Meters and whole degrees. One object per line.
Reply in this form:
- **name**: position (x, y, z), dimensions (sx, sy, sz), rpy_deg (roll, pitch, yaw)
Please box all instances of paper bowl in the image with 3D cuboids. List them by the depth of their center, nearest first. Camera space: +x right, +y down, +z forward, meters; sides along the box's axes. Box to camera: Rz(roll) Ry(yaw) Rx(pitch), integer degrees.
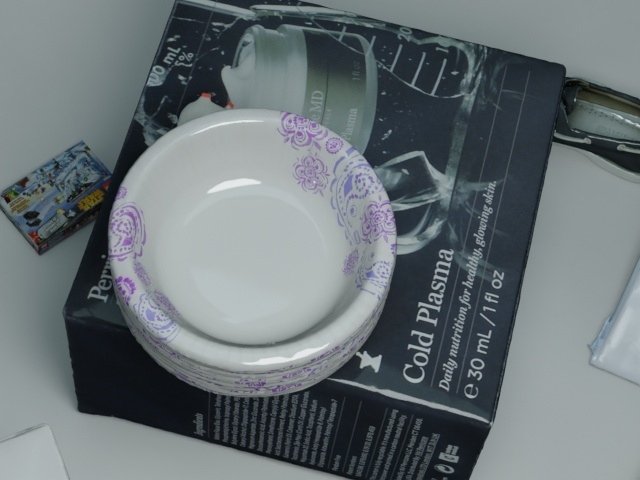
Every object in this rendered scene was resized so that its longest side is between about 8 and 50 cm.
- **paper bowl**: position (-0.070, 0.021, 1.589), dimensions (0.284, 0.148, 0.284), rpy_deg (2, 65, -4)

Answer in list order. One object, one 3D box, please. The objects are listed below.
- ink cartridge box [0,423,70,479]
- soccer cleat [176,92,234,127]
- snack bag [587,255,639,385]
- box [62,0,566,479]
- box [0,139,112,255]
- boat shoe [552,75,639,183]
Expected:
- **ink cartridge box**: position (-0.291, 0.354, 1.630), dimensions (0.131, 0.306, 0.226), rpy_deg (-19, 66, -14)
- **soccer cleat**: position (-0.063, -0.097, 1.700), dimensions (0.196, 0.068, 0.076), rpy_deg (17, 73, 9)
- **snack bag**: position (0.547, 0.075, 1.943), dimensions (0.342, 0.037, 0.323), rpy_deg (25, 86, 8)
- **box**: position (0.000, 0.000, 1.854), dimensions (0.472, 0.297, 0.480), rpy_deg (13, 62, 4)
- **box**: position (-0.329, -0.055, 1.995), dimensions (0.137, 0.027, 0.094), rpy_deg (-35, 70, -20)
- **boat shoe**: position (0.333, -0.174, 2.084), dimensions (0.302, 0.091, 0.114), rpy_deg (18, 62, 4)
